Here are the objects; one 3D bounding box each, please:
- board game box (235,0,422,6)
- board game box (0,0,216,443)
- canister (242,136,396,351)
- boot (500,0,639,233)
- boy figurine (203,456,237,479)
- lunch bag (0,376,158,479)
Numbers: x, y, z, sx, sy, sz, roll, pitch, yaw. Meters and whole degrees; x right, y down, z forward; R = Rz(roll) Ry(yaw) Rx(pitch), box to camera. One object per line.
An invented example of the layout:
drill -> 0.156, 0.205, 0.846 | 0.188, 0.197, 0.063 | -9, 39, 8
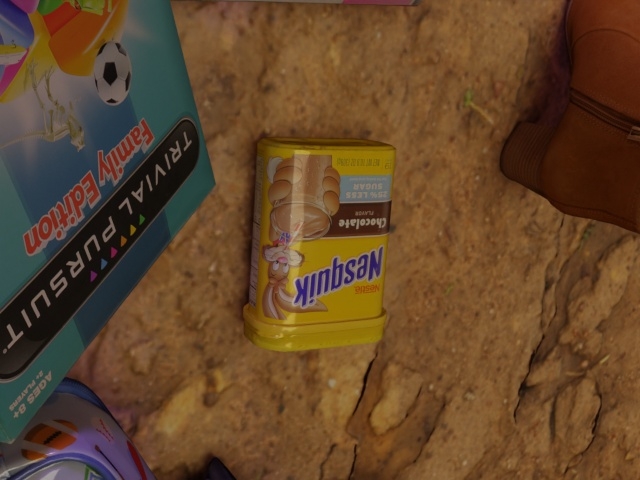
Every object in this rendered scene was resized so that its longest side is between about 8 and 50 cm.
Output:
board game box -> 0.048, -0.257, 0.474 | 0.242, 0.316, 0.064 | -10, 76, -33
board game box -> -0.177, -0.100, 0.428 | 0.254, 0.079, 0.336 | -60, 150, -45
canister -> 0.000, 0.000, 0.676 | 0.126, 0.073, 0.170 | -3, 105, -25
boot -> 0.297, -0.147, 0.694 | 0.104, 0.211, 0.295 | 29, 92, -30
boy figurine -> -0.173, 0.311, 0.678 | 0.285, 0.092, 0.177 | -36, 120, -15
lunch bag -> -0.244, 0.247, 0.530 | 0.303, 0.115, 0.243 | -29, 128, -11
